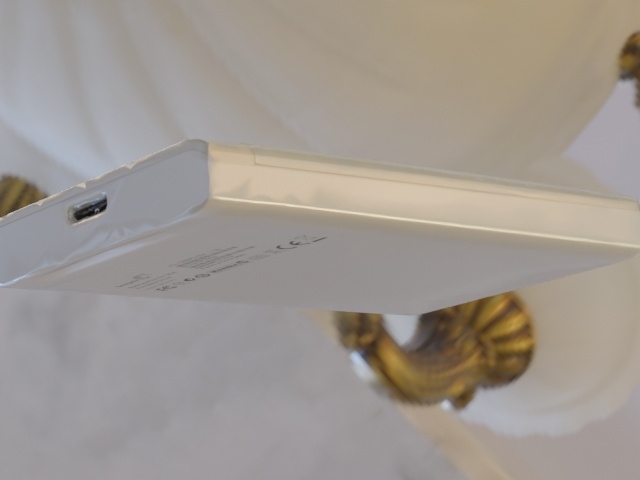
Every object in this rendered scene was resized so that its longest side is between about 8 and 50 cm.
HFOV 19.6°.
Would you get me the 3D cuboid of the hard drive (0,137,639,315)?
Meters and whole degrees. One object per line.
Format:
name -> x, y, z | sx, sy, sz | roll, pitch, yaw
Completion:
hard drive -> 0.000, 0.000, 1.015 | 0.203, 0.307, 0.040 | -18, -107, 47
